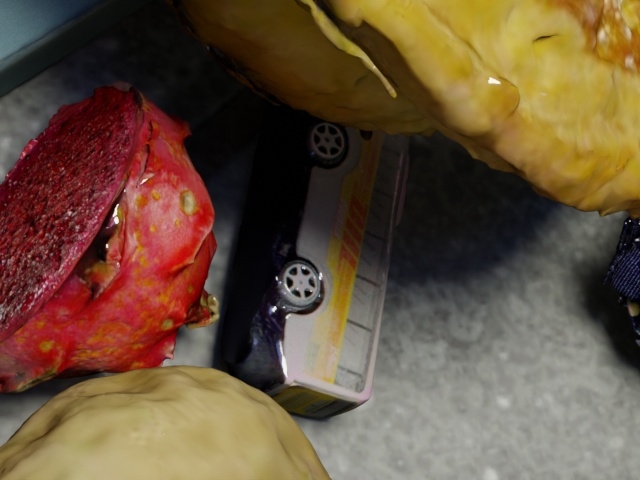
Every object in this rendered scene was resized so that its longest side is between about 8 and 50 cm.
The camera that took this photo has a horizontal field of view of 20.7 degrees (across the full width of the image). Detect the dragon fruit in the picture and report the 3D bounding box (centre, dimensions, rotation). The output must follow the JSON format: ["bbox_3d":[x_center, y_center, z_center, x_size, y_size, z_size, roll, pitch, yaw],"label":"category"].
[{"bbox_3d":[-0.086,0.015,0.789,0.111,0.153,0.153,32,61,-28],"label":"dragon fruit"}]

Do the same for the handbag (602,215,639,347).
[{"bbox_3d":[0.268,0.008,0.930,0.228,0.127,0.208,35,61,-16],"label":"handbag"}]

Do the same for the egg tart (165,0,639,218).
[{"bbox_3d":[0.027,-0.194,0.816,0.443,0.178,0.443,36,38,-35],"label":"egg tart"}]

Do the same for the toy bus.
[{"bbox_3d":[0.000,0.000,0.865,0.072,0.057,0.172,21,64,-24],"label":"toy bus"}]

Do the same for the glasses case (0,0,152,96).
[{"bbox_3d":[-0.166,-0.108,0.849,0.105,0.056,0.266,39,59,24],"label":"glasses case"}]

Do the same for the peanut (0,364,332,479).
[{"bbox_3d":[-0.148,0.176,0.680,0.387,0.169,0.192,-29,48,-33],"label":"peanut"}]
